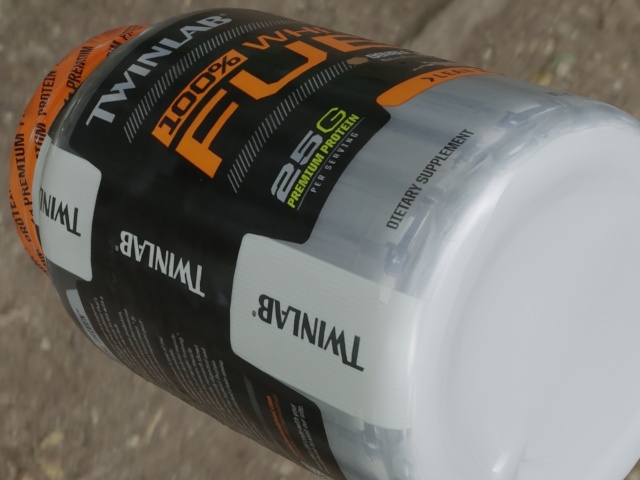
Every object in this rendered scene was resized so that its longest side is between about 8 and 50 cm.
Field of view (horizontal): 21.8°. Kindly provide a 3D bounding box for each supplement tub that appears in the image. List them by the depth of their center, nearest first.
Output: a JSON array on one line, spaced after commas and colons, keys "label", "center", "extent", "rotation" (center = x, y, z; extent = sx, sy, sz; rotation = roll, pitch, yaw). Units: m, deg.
[{"label": "supplement tub", "center": [0.000, 0.000, 0.824], "extent": [0.207, 0.207, 0.338], "rotation": [-39, 38, -26]}]
